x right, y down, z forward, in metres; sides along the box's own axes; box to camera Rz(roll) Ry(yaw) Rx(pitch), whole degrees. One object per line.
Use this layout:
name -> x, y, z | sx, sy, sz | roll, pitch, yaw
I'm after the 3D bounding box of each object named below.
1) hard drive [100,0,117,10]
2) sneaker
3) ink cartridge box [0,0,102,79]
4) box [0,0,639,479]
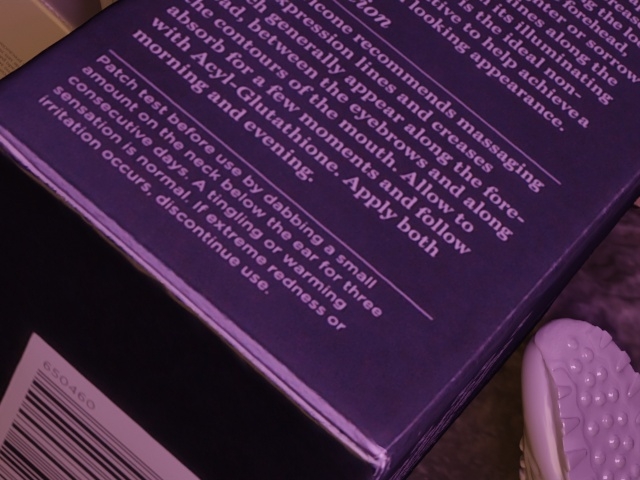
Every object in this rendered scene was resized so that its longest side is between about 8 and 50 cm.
hard drive -> -0.055, -0.227, 0.954 | 0.307, 0.040, 0.203 | 121, 144, -46
sneaker -> 0.154, 0.151, 1.128 | 0.095, 0.090, 0.235 | 7, 123, 47
ink cartridge box -> -0.209, -0.094, 1.206 | 0.296, 0.066, 0.261 | 44, 139, -11
box -> 0.000, 0.000, 0.902 | 0.212, 0.395, 0.293 | 40, 137, 8
